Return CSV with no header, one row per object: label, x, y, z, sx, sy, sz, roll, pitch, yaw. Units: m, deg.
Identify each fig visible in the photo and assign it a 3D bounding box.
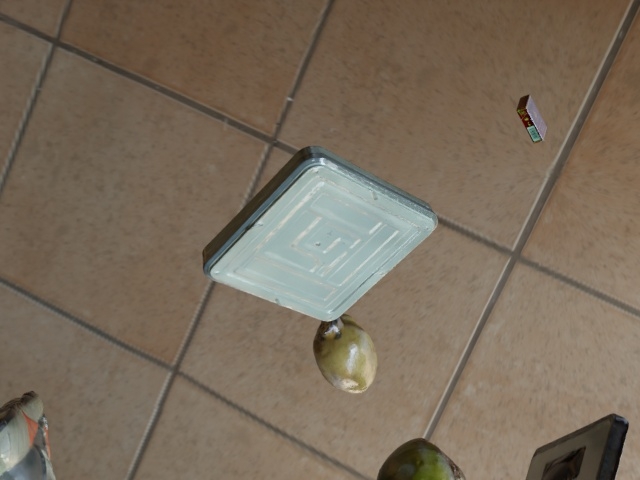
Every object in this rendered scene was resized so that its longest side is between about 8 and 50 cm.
fig,0.204,0.501,1.904,0.191,0.181,0.181,-29,87,29

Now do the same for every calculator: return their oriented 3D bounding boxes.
calculator,0.162,0.258,0.694,0.021,0.161,0.262,25,63,0

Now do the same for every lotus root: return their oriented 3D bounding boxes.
lotus root,0.042,0.207,1.760,0.125,0.221,0.118,25,62,39

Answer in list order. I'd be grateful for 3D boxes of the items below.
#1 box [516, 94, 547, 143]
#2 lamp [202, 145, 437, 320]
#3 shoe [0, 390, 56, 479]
box,0.411,-0.236,1.794,0.023,0.051,0.082,-19,118,32
lamp,0.000,0.000,1.361,0.266,0.269,0.047,-45,41,27
shoe,-0.313,0.258,0.935,0.132,0.336,0.171,-28,91,-17
